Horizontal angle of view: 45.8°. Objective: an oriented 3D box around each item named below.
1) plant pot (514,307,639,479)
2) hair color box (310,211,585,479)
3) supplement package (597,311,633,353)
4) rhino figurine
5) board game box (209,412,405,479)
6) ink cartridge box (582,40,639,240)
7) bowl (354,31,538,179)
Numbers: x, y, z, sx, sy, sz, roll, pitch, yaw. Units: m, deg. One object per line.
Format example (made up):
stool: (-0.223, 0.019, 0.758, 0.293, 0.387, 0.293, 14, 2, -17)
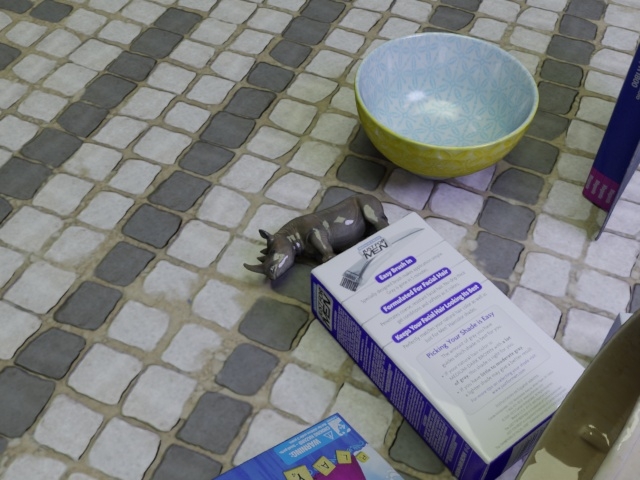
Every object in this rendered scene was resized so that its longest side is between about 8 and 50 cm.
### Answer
plant pot: (0.353, 0.270, 0.674, 0.305, 0.334, 0.334, 33, 56, 13)
hair color box: (0.157, 0.133, 0.989, 0.185, 0.110, 0.339, -29, 58, -22)
supplement package: (0.460, 0.171, 0.965, 0.179, 0.105, 0.105, 6, 50, 4)
rhino figurine: (0.000, 0.000, 1.120, 0.243, 0.073, 0.106, -19, 57, -16)
board game box: (-0.003, 0.352, 0.749, 0.319, 0.066, 0.318, -20, 45, -37)
ink cartridge box: (0.493, -0.216, 1.155, 0.071, 0.324, 0.330, 27, 53, 21)
bowl: (0.192, -0.192, 1.235, 0.289, 0.156, 0.289, 1, 49, -1)
